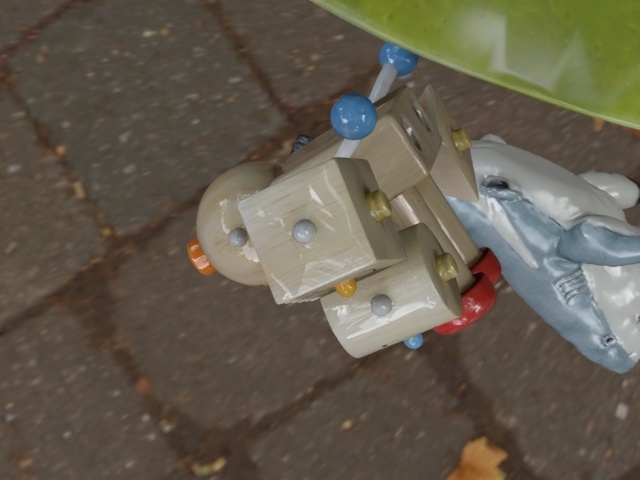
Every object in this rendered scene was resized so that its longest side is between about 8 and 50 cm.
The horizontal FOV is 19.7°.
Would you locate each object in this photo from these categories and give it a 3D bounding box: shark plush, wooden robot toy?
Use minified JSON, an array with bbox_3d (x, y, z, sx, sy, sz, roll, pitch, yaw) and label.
[{"bbox_3d":[0.065,-0.001,0.729,0.161,0.073,0.067,18,113,-17],"label":"shark plush"},{"bbox_3d":[0.000,0.000,0.520,0.079,0.173,0.076,-24,100,16],"label":"wooden robot toy"}]

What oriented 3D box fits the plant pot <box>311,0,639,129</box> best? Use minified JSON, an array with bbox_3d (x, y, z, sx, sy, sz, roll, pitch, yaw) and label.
[{"bbox_3d":[0.141,-0.182,0.413,0.275,0.275,0.293,14,85,14],"label":"plant pot"}]
